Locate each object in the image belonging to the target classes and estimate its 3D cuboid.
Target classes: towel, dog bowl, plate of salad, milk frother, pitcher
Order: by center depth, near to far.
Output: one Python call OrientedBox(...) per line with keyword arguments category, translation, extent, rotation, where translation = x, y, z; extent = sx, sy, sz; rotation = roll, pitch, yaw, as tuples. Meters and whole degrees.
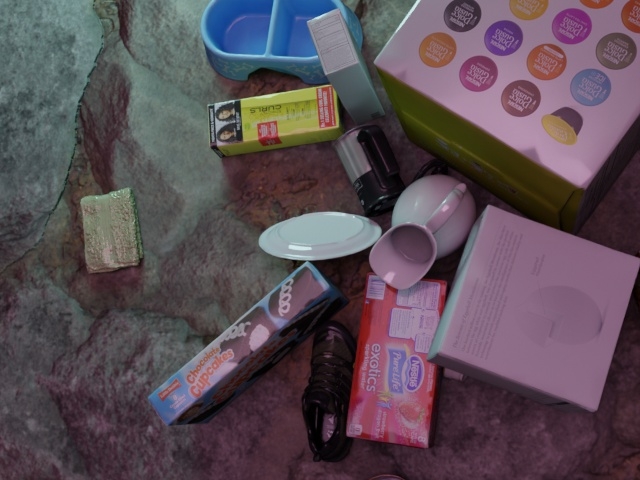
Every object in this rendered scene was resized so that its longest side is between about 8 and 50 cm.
OrientedBox(category="pitcher", translation=(0.177, -0.037, 1.314), extent=(0.125, 0.207, 0.178), rotation=(44, 127, 1))
OrientedBox(category="plate of salad", translation=(0.000, 0.000, 1.401), extent=(0.200, 0.200, 0.048), rotation=(1, 113, 12))
OrientedBox(category="milk frother", translation=(0.119, -0.131, 1.445), extent=(0.143, 0.129, 0.134), rotation=(-13, 71, -35))
OrientedBox(category="dog bowl", translation=(-0.076, -0.371, 1.539), extent=(0.297, 0.074, 0.165), rotation=(6, 79, 13))
OrientedBox(category="towel", translation=(-0.377, -0.018, 1.554), extent=(0.110, 0.027, 0.148), rotation=(-11, 76, 9))

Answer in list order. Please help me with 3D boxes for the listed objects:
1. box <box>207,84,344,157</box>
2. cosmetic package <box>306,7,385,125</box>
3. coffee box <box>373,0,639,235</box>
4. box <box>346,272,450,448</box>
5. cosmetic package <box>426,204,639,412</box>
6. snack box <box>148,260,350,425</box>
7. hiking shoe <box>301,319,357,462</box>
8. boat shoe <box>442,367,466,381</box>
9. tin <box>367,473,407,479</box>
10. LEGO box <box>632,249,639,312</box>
OrientedBox(category="box", translation=(-0.078, -0.208, 1.512), extent=(0.232, 0.058, 0.087), rotation=(-6, 76, 11))
OrientedBox(category="cosmetic package", translation=(0.044, -0.274, 1.406), extent=(0.060, 0.239, 0.098), rotation=(-19, 75, 9))
OrientedBox(category="coffee box", translation=(0.328, -0.247, 1.286), extent=(0.338, 0.338, 0.334), rotation=(35, 88, 17))
OrientedBox(category="box", translation=(0.126, 0.188, 1.350), extent=(0.128, 0.122, 0.256), rotation=(5, 79, 14))
OrientedBox(category="cosmetic package", translation=(0.296, 0.101, 1.230), extent=(0.225, 0.138, 0.224), rotation=(21, 78, 2))
OrientedBox(category="snack box", translation=(-0.106, 0.170, 1.372), extent=(0.322, 0.187, 0.060), rotation=(-40, 74, 2))
OrientedBox(category="hiking shoe", translation=(0.018, 0.236, 1.368), extent=(0.086, 0.114, 0.226), rotation=(-3, 78, 11))
OrientedBox(category="boat shoe", translation=(0.298, 0.117, 1.341), extent=(0.096, 0.098, 0.277), rotation=(37, 87, 18))
OrientedBox(category="tin", translation=(0.076, 0.447, 1.353), extent=(0.190, 0.040, 0.106), rotation=(-40, 69, 2))
OrientedBox(category="LEGO box", translation=(0.732, 0.133, 1.193), extent=(0.500, 0.193, 0.372), rotation=(-17, 75, 8))
